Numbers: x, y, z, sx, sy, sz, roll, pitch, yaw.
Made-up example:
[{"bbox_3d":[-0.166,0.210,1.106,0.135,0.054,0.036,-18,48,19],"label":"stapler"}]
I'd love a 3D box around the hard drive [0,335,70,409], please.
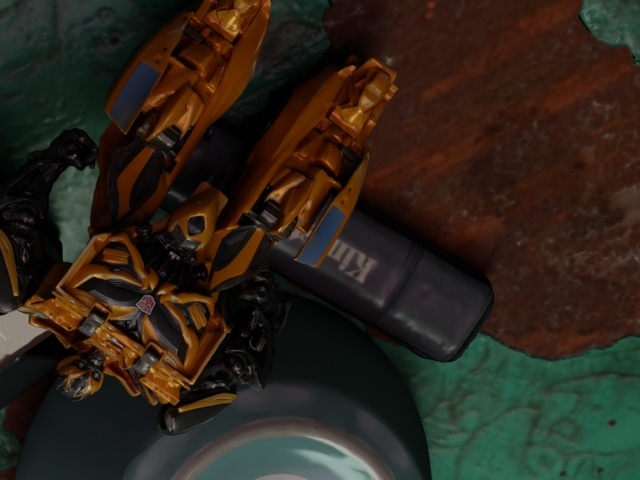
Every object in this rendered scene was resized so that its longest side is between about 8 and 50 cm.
[{"bbox_3d":[-0.246,0.111,1.275,0.135,0.094,0.022,-35,78,8],"label":"hard drive"}]

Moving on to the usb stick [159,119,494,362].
[{"bbox_3d":[0.000,0.000,1.285,0.278,0.045,0.077,30,108,-21],"label":"usb stick"}]

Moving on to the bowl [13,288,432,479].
[{"bbox_3d":[-0.047,0.197,1.255,0.311,0.163,0.312,-2,98,-15],"label":"bowl"}]

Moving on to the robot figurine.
[{"bbox_3d":[-0.080,-0.025,1.158,0.211,0.085,0.291,36,69,-15],"label":"robot figurine"}]

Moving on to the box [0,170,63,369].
[{"bbox_3d":[-0.373,0.070,1.206,0.381,0.143,0.191,-36,115,6],"label":"box"}]
